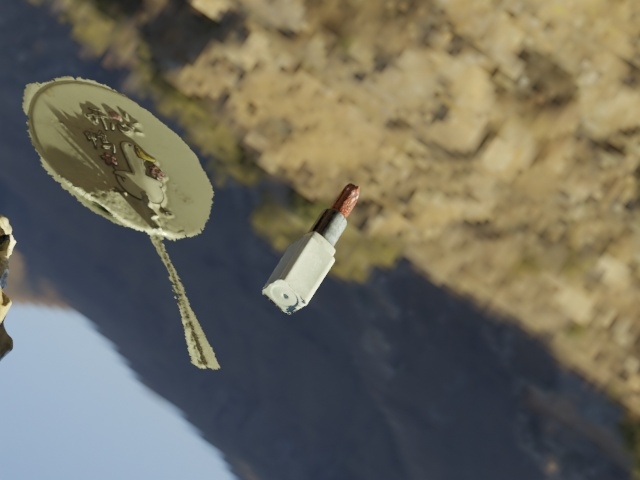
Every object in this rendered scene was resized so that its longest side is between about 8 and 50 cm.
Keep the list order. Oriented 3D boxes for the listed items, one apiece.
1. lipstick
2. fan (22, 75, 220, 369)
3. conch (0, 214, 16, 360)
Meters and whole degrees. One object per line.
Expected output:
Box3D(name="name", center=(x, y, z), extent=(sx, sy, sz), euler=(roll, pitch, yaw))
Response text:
Box3D(name="lipstick", center=(0.000, 0.000, 1.231), extent=(0.025, 0.107, 0.025), euler=(43, 142, -14))
Box3D(name="fan", center=(-0.177, -0.028, 1.994), extent=(0.233, 0.012, 0.414), euler=(8, -137, -41))
Box3D(name="conch", center=(-0.296, 0.058, 1.350), extent=(0.159, 0.291, 0.210), euler=(48, 133, -13))
